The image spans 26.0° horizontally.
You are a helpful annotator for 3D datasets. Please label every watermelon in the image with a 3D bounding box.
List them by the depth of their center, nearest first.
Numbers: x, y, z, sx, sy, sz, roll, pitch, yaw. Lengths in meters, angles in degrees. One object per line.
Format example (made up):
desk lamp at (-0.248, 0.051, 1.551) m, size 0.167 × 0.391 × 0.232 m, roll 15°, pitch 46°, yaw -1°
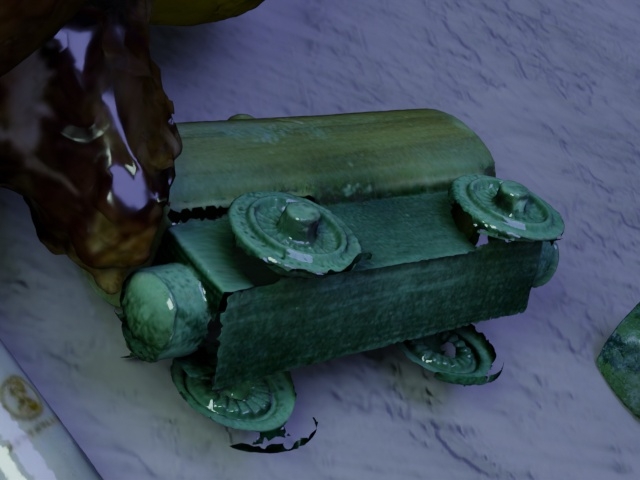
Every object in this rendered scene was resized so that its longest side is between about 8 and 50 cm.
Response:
watermelon at (0.231, 0.084, 0.935) m, size 0.092 × 0.072 × 0.084 m, roll -4°, pitch 67°, yaw 3°

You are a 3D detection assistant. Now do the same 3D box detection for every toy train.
toy train at (-0.004, 0.006, 0.766) m, size 0.307 × 0.126 × 0.189 m, roll -9°, pitch 33°, yaw -43°

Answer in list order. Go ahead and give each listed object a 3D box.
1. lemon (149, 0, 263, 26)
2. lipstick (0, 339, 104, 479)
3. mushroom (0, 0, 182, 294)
lemon at (-0.107, -0.222, 0.768) m, size 0.260 × 0.204 × 0.204 m, roll 25°, pitch 46°, yaw -29°
lipstick at (-0.159, 0.068, 0.611) m, size 0.264 × 0.059 × 0.059 m, roll 53°, pitch 42°, yaw 5°
mushroom at (-0.205, -0.171, 0.524) m, size 0.334 × 0.356 × 0.331 m, roll 2°, pitch 76°, yaw -12°
